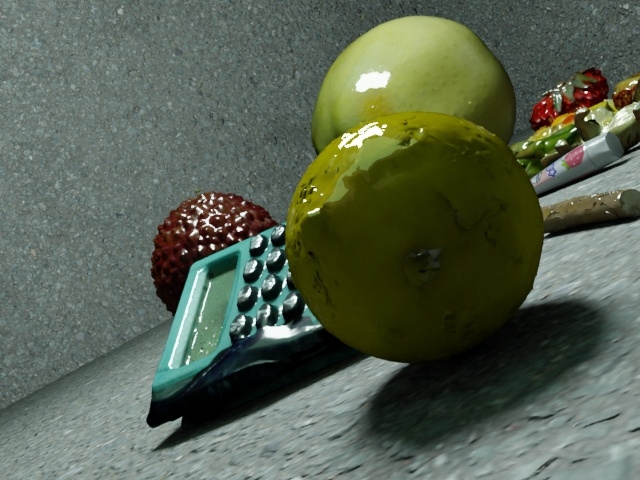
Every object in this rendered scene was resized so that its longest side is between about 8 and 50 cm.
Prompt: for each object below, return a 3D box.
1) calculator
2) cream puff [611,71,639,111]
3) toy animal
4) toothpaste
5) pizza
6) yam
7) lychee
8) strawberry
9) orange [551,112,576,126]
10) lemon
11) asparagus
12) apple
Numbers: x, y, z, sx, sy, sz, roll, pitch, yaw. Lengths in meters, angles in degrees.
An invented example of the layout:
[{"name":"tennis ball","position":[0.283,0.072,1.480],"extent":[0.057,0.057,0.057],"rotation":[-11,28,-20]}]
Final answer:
[{"name":"calculator","position":[-0.041,0.054,0.800],"extent":[0.274,0.058,0.248],"rotation":[-24,28,17]},{"name":"cream puff","position":[0.543,-0.234,1.260],"extent":[0.149,0.084,0.149],"rotation":[-23,8,3]},{"name":"toy animal","position":[0.421,-0.159,1.103],"extent":[0.241,0.057,0.099],"rotation":[-33,-44,21]},{"name":"toothpaste","position":[0.330,-0.091,1.114],"extent":[0.067,0.043,0.194],"rotation":[-25,-5,-44]},{"name":"pizza","position":[0.482,-0.205,1.430],"extent":[0.280,0.075,0.287],"rotation":[-28,2,-6]},{"name":"yam","position":[0.245,-0.027,0.741],"extent":[0.032,0.032,0.145],"rotation":[-28,4,-17]},{"name":"lychee","position":[-0.183,0.044,1.457],"extent":[0.264,0.300,0.264],"rotation":[-23,-43,-23]},{"name":"strawberry","position":[0.571,-0.272,1.767],"extent":[0.190,0.111,0.236],"rotation":[-37,-22,7]},{"name":"orange","position":[0.504,-0.223,1.611],"extent":[0.083,0.070,0.083],"rotation":[-23,3,1]},{"name":"lemon","position":[0.065,-0.003,0.545],"extent":[0.173,0.174,0.206],"rotation":[-26,-13,16]},{"name":"asparagus","position":[0.345,-0.128,1.323],"extent":[0.080,0.080,0.287],"rotation":[-28,6,-30]},{"name":"apple","position":[0.197,-0.270,1.789],"extent":[0.473,0.474,0.473],"rotation":[-27,2,1]}]
